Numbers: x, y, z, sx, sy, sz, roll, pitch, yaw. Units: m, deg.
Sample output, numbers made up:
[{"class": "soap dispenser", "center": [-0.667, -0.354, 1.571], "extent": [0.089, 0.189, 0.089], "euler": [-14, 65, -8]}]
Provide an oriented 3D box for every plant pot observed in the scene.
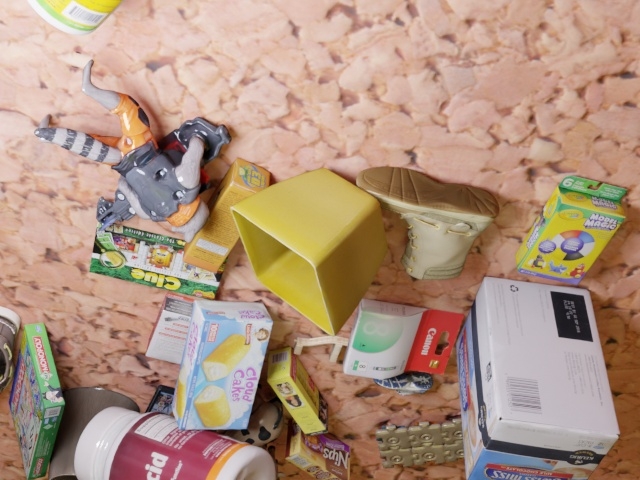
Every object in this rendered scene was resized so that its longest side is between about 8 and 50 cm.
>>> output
[{"class": "plant pot", "center": [0.000, 0.000, 1.597], "extent": [0.212, 0.187, 0.212], "euler": [34, 155, 34]}]

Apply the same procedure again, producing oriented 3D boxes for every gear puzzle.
[{"class": "gear puzzle", "center": [0.305, 0.474, 2.200], "extent": [0.339, 0.044, 0.175], "euler": [-7, 133, 7]}]

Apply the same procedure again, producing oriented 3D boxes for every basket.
[{"class": "basket", "center": [-0.544, 0.481, 2.126], "extent": [0.204, 0.227, 0.154], "euler": [5, 135, -2]}]

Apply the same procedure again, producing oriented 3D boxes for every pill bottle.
[{"class": "pill bottle", "center": [-0.299, -0.413, 1.275], "extent": [0.246, 0.136, 0.136], "euler": [-33, 124, 31]}, {"class": "pill bottle", "center": [-0.312, 0.492, 1.922], "extent": [0.392, 0.224, 0.224], "euler": [12, 141, 28]}]

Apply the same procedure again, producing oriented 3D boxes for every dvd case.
[{"class": "dvd case", "center": [-0.349, 0.461, 2.191], "extent": [0.180, 0.022, 0.253], "euler": [20, 119, -19]}]

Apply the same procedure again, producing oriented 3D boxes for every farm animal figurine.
[{"class": "farm animal figurine", "center": [-0.184, 0.481, 2.105], "extent": [0.330, 0.172, 0.327], "euler": [26, 118, -22]}]

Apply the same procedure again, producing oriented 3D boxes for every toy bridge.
[{"class": "toy bridge", "center": [0.033, 0.237, 1.984], "extent": [0.188, 0.026, 0.063], "euler": [12, 132, -8]}]

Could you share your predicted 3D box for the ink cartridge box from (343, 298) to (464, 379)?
[{"class": "ink cartridge box", "center": [0.174, 0.219, 1.920], "extent": [0.225, 0.056, 0.181], "euler": [10, 124, -4]}]

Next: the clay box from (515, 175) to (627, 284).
[{"class": "clay box", "center": [0.465, -0.016, 1.682], "extent": [0.127, 0.053, 0.222], "euler": [12, 135, -9]}]

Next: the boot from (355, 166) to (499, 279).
[{"class": "boot", "center": [0.170, -0.025, 1.669], "extent": [0.262, 0.095, 0.203], "euler": [11, 136, -10]}]

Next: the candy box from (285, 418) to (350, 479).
[{"class": "candy box", "center": [-0.004, 0.517, 2.210], "extent": [0.053, 0.109, 0.187], "euler": [-32, 125, 30]}]

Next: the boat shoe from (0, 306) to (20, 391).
[{"class": "boat shoe", "center": [-0.741, 0.278, 2.026], "extent": [0.117, 0.096, 0.324], "euler": [18, 133, -14]}]

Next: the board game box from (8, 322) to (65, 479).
[{"class": "board game box", "center": [-0.636, 0.363, 2.027], "extent": [0.046, 0.213, 0.317], "euler": [-6, 142, -30]}]

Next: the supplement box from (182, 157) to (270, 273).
[{"class": "supplement box", "center": [-0.176, -0.042, 1.682], "extent": [0.080, 0.078, 0.233], "euler": [21, 133, -17]}]

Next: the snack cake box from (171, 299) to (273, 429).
[{"class": "snack cake box", "center": [-0.205, 0.260, 1.886], "extent": [0.152, 0.089, 0.264], "euler": [5, 112, -23]}]

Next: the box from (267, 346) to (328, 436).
[{"class": "box", "center": [-0.049, 0.344, 2.057], "extent": [0.058, 0.087, 0.232], "euler": [-16, 131, 16]}]

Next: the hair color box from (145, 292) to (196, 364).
[{"class": "hair color box", "center": [-0.308, 0.191, 1.942], "extent": [0.093, 0.053, 0.167], "euler": [16, 135, -14]}]

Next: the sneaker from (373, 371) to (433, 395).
[{"class": "sneaker", "center": [0.183, 0.326, 2.048], "extent": [0.135, 0.052, 0.058], "euler": [9, 139, -5]}]

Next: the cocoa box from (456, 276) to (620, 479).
[{"class": "cocoa box", "center": [0.408, 0.281, 1.776], "extent": [0.231, 0.347, 0.228], "euler": [8, 136, -5]}]

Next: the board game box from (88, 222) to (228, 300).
[{"class": "board game box", "center": [-0.323, 0.042, 1.812], "extent": [0.260, 0.030, 0.136], "euler": [13, 137, -9]}]

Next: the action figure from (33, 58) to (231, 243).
[{"class": "action figure", "center": [-0.337, -0.107, 1.564], "extent": [0.330, 0.178, 0.341], "euler": [39, 123, -18]}]
